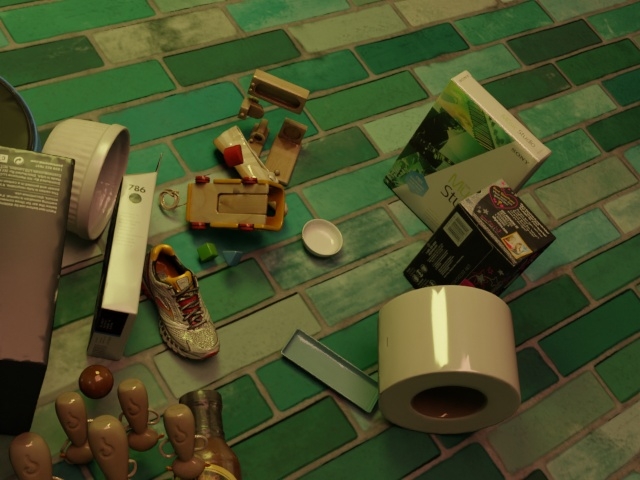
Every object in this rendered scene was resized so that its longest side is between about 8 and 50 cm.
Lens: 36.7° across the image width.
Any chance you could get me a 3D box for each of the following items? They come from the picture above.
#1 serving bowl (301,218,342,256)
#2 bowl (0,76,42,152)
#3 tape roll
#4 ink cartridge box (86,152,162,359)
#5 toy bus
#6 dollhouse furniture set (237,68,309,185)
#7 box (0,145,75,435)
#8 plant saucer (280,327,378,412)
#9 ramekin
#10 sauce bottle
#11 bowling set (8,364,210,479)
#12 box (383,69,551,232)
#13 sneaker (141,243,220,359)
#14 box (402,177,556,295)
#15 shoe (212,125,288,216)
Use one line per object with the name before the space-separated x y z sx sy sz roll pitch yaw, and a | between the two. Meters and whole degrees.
serving bowl | 0.000 0.000 1.880 0.083 0.027 0.083 12 52 -16
bowl | -0.680 -0.173 1.672 0.391 0.077 0.391 12 53 -16
tape roll | 0.220 0.211 1.688 0.246 0.246 0.169 14 53 -15
ink cartridge box | -0.331 0.018 1.633 0.065 0.165 0.332 13 52 -14
toy bus | -0.164 -0.064 1.798 0.202 0.191 0.104 51 14 18
dollhouse furniture set | -0.097 -0.223 1.916 0.144 0.151 0.123 22 51 -5
box | -0.475 0.082 1.389 0.179 0.343 0.312 10 61 -16
plant saucer | 0.020 0.235 1.730 0.192 0.018 0.067 35 50 1
ramekin | -0.415 -0.113 1.670 0.109 0.207 0.207 18 51 0
sauce bottle | -0.170 0.397 1.473 0.111 0.111 0.344 2 55 -22
bowling set | -0.312 0.294 1.463 0.287 0.154 0.200 -8 28 -3
box | 0.280 -0.146 1.916 0.232 0.322 0.058 46 48 12
sneaker | -0.244 0.106 1.656 0.088 0.092 0.225 -24 69 -34
box | 0.299 0.027 1.850 0.142 0.247 0.163 -27 71 -37
shoe | -0.127 -0.136 1.881 0.058 0.076 0.219 -40 73 -1
